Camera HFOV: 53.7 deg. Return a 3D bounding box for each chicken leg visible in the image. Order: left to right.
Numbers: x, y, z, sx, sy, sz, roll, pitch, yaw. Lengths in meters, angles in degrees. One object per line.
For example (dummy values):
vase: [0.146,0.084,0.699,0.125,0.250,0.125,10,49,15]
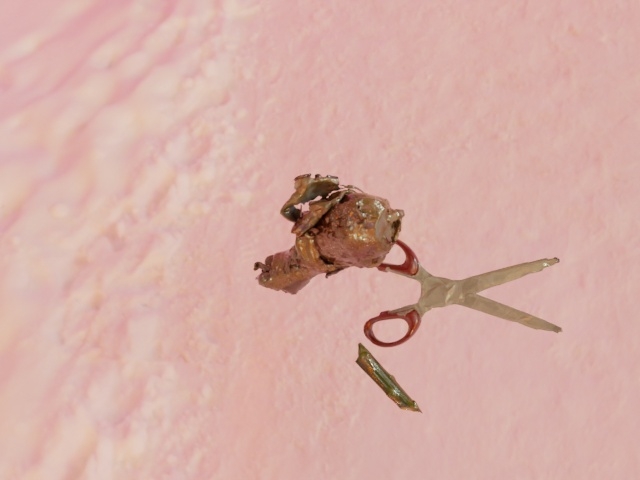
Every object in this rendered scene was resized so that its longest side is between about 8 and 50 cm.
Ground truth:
chicken leg: [0.008,0.000,0.647,0.125,0.196,0.081,3,66,-16]

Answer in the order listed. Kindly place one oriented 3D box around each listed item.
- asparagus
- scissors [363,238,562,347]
asparagus: [0.077,0.165,0.739,0.021,0.025,0.108,-45,80,6]
scissors: [0.160,0.063,0.759,0.247,0.017,0.144,-2,92,33]
